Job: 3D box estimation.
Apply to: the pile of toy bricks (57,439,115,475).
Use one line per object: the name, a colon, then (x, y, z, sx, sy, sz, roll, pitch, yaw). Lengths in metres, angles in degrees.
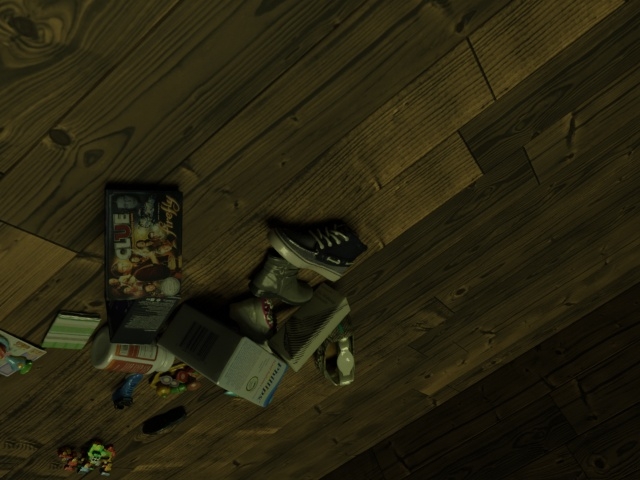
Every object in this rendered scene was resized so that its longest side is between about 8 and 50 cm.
pile of toy bricks: (-0.842, 0.789, 1.911, 0.212, 0.118, 0.105, 36, 80, -40)

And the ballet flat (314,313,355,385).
ballet flat: (0.066, 0.439, 1.947, 0.164, 0.182, 0.483, -18, 142, -12)

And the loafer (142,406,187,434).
loafer: (-0.589, 0.695, 1.969, 0.170, 0.062, 0.061, -20, 147, -6)

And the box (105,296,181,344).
box: (-0.458, 0.148, 1.322, 0.108, 0.153, 0.207, 12, 128, -39)

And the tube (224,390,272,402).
tube: (-0.279, 0.603, 2.056, 0.207, 0.052, 0.080, 30, 107, -41)

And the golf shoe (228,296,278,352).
golf shoe: (-0.210, 0.274, 1.673, 0.140, 0.115, 0.306, -6, 140, 1)

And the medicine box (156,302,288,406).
medicine box: (-0.284, 0.343, 1.541, 0.149, 0.263, 0.289, -59, 146, -15)

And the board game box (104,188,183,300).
board game box: (-0.398, 0.008, 1.166, 0.165, 0.042, 0.243, -1, 97, -29)

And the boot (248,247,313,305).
boot: (-0.084, 0.108, 1.559, 0.246, 0.083, 0.161, 14, 122, -42)

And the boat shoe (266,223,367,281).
boat shoe: (0.000, 0.000, 1.458, 0.158, 0.127, 0.340, -44, 148, 12)

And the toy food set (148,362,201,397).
toy food set: (-0.472, 0.480, 1.772, 0.218, 0.071, 0.128, -19, 142, -10)

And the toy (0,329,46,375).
toy: (-0.856, 0.297, 1.345, 0.137, 0.056, 0.237, -31, 143, 4)

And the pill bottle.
pill bottle: (-0.540, 0.325, 1.508, 0.121, 0.121, 0.216, -42, 140, 20)

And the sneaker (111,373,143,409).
sneaker: (-0.624, 0.493, 1.687, 0.152, 0.084, 0.058, -40, 141, 17)

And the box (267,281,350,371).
box: (-0.034, 0.276, 1.667, 0.275, 0.113, 0.094, -48, 147, -19)

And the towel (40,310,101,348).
towel: (-0.684, 0.247, 1.419, 0.113, 0.023, 0.152, 16, 128, -39)
